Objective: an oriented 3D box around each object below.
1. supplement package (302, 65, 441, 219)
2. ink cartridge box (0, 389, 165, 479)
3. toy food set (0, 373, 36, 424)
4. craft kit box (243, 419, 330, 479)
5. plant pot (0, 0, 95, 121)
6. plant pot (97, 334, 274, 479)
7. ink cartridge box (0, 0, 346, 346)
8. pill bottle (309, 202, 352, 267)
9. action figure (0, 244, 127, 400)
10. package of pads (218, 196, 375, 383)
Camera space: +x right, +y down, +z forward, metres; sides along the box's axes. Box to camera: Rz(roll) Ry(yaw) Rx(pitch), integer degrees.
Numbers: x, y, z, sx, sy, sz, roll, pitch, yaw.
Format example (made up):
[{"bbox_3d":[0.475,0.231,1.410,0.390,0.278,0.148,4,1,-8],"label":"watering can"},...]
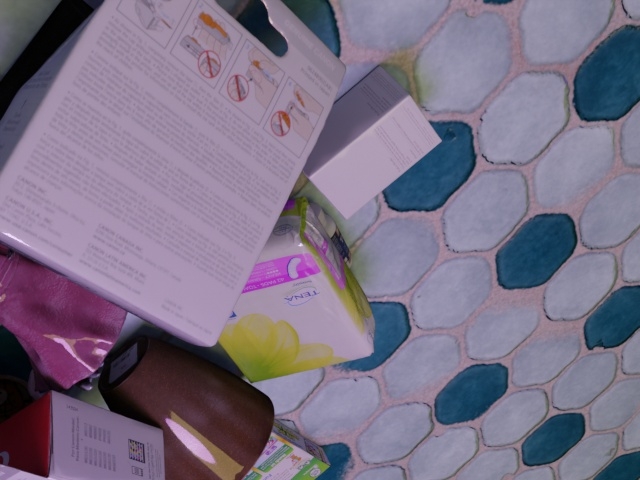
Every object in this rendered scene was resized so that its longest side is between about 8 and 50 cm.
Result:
[{"bbox_3d":[0.060,-0.139,1.191,0.179,0.105,0.105,-39,131,5],"label":"supplement package"},{"bbox_3d":[-0.416,0.340,1.143,0.309,0.130,0.272,-32,138,22],"label":"ink cartridge box"},{"bbox_3d":[-0.493,0.260,1.270,0.192,0.038,0.132,-9,126,-19],"label":"toy food set"},{"bbox_3d":[-0.148,0.435,1.546,0.250,0.061,0.246,-41,127,8],"label":"craft kit box"},{"bbox_3d":[-0.252,-0.148,0.975,0.188,0.167,0.187,38,87,-38],"label":"plant pot"},{"bbox_3d":[-0.227,0.259,1.305,0.215,0.215,0.230,-40,115,7],"label":"plant pot"},{"bbox_3d":[-0.162,-0.118,0.913,0.308,0.091,0.385,36,71,-39],"label":"ink cartridge box"},{"bbox_3d":[0.000,0.000,1.289,0.067,0.067,0.120,-30,131,-2],"label":"pill bottle"},{"bbox_3d":[-0.425,0.035,1.088,0.370,0.248,0.275,29,148,-27],"label":"action figure"},{"bbox_3d":[-0.062,0.081,1.253,0.229,0.101,0.297,-15,134,17],"label":"package of pads"}]
